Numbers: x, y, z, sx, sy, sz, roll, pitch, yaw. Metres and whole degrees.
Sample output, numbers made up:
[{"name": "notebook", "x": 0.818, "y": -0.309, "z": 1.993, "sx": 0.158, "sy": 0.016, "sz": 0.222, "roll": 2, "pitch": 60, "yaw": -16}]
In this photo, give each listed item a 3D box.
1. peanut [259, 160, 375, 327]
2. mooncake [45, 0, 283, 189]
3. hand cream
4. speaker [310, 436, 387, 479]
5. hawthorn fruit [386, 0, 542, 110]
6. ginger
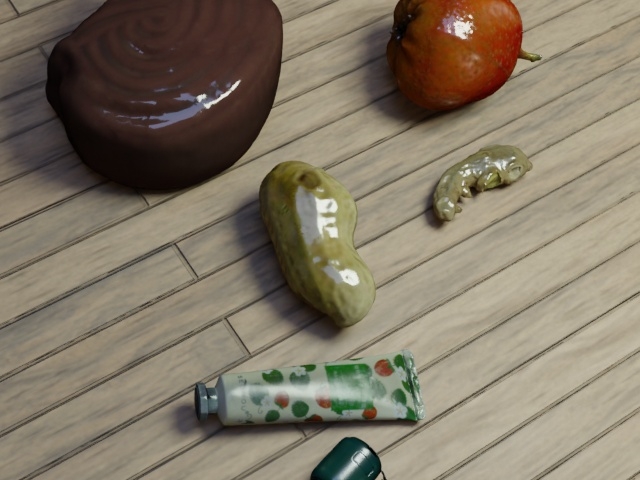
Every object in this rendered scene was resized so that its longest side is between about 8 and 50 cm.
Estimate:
[{"name": "peanut", "x": 0.000, "y": 0.000, "z": 1.418, "sx": 0.120, "sy": 0.110, "sz": 0.236, "roll": -14, "pitch": 64, "yaw": -26}, {"name": "mooncake", "x": -0.205, "y": -0.241, "z": 1.500, "sx": 0.326, "sy": 0.174, "sz": 0.334, "roll": -24, "pitch": 66, "yaw": -18}, {"name": "hand cream", "x": -0.011, "y": 0.182, "z": 1.341, "sx": 0.276, "sy": 0.059, "sz": 0.095, "roll": -3, "pitch": 62, "yaw": -15}, {"name": "speaker", "x": 0.042, "y": 0.278, "z": 1.284, "sx": 0.094, "sy": 0.060, "sz": 0.075, "roll": 39, "pitch": 63, "yaw": 15}, {"name": "hawthorn fruit", "x": 0.208, "y": -0.275, "z": 1.574, "sx": 0.225, "sy": 0.196, "sz": 0.196, "roll": 6, "pitch": 58, "yaw": -19}, {"name": "ginger", "x": 0.212, "y": -0.084, "z": 1.539, "sx": 0.173, "sy": 0.051, "sz": 0.069, "roll": -34, "pitch": 64, "yaw": -20}]
